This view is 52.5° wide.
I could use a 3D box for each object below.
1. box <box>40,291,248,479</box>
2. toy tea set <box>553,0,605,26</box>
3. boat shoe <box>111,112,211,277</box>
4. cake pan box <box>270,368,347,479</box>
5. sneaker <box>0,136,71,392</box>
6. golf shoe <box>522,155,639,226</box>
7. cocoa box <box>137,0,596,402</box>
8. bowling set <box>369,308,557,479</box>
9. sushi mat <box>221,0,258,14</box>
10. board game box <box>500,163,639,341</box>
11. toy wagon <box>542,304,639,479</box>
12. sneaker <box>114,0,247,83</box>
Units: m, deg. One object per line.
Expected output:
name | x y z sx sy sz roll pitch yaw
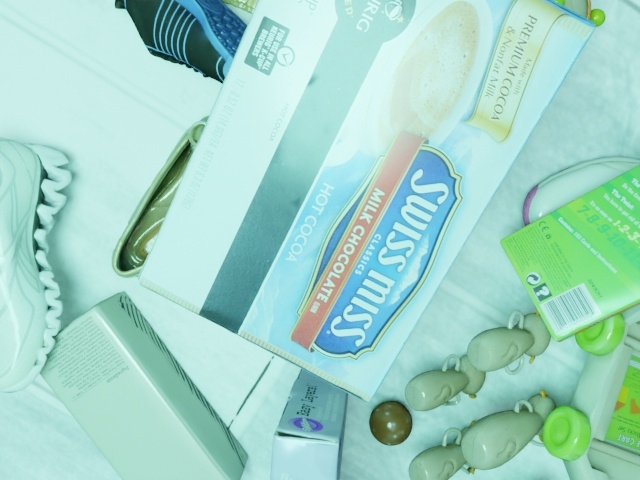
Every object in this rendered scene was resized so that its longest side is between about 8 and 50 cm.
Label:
box | -0.216 0.207 0.795 0.113 0.094 0.275 -34 94 6
toy tea set | 0.132 -0.241 0.711 0.336 0.124 0.200 -31 94 6
boat shoe | -0.136 -0.066 0.761 0.104 0.089 0.285 37 96 -1
cake pan box | -0.014 0.281 0.709 0.070 0.267 0.246 4 94 5
sneaker | -0.362 0.022 0.729 0.110 0.118 0.292 -9 76 24
golf shoe | 0.386 -0.036 0.717 0.305 0.140 0.116 -2 98 4
cocoa box | 0.033 -0.083 0.594 0.227 0.231 0.347 28 107 0
bowling set | 0.172 0.205 0.773 0.154 0.199 0.287 -8 103 -41
sushi mat | -0.026 -0.414 0.751 0.151 0.019 0.317 23 97 1
board game box | 0.331 -0.008 0.666 0.259 0.039 0.124 -32 68 20
toy wagon | 0.373 0.232 0.732 0.267 0.068 0.345 23 84 -16
sneaker | -0.146 -0.230 0.740 0.232 0.081 0.090 50 123 12
